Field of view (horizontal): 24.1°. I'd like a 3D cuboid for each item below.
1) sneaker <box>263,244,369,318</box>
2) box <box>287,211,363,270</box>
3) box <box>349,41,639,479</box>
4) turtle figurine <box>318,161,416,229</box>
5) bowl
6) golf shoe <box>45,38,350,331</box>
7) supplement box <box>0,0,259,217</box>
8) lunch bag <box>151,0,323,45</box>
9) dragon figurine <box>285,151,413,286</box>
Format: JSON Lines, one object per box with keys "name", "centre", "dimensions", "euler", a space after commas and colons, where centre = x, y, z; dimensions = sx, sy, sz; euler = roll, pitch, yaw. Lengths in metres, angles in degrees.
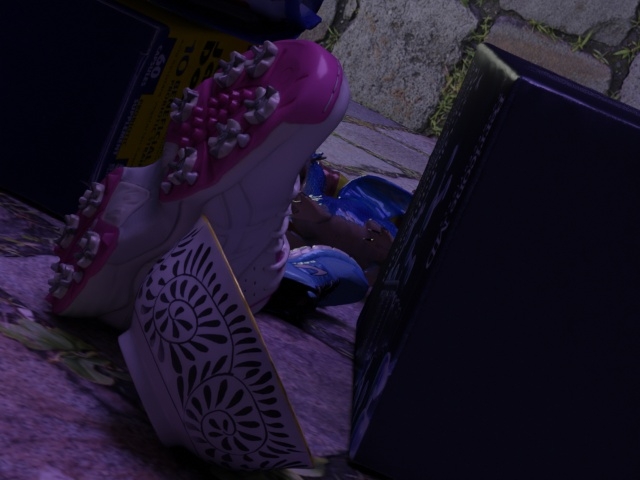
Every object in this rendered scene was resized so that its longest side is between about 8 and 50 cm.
{"name": "sneaker", "centre": [-0.019, 0.046, 1.338], "dimensions": [0.162, 0.063, 0.073], "euler": [4, 33, -40]}
{"name": "box", "centre": [0.000, 0.000, 1.648], "dimensions": [0.136, 0.028, 0.081], "euler": [28, 12, 12]}
{"name": "box", "centre": [0.174, 0.026, 1.184], "dimensions": [0.212, 0.294, 0.395], "euler": [23, 10, -3]}
{"name": "turtle figurine", "centre": [0.085, -0.022, 1.726], "dimensions": [0.217, 0.087, 0.269], "euler": [22, 3, -4]}
{"name": "bowl", "centre": [-0.073, 0.076, 0.909], "dimensions": [0.080, 0.170, 0.170], "euler": [-23, 22, -6]}
{"name": "golf shoe", "centre": [-0.062, -0.024, 1.019], "dimensions": [0.140, 0.306, 0.115], "euler": [29, 47, -25]}
{"name": "supplement box", "centre": [-0.220, -0.156, 1.479], "dimensions": [0.195, 0.194, 0.356], "euler": [26, 11, 8]}
{"name": "lunch bag", "centre": [-0.133, -0.347, 1.416], "dimensions": [0.327, 0.239, 0.385], "euler": [23, -12, 2]}
{"name": "dragon figurine", "centre": [0.047, -0.015, 1.560], "dimensions": [0.289, 0.085, 0.144], "euler": [24, 28, 11]}
